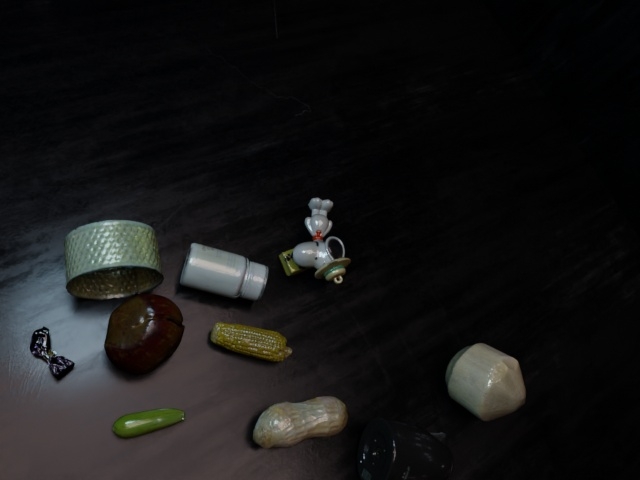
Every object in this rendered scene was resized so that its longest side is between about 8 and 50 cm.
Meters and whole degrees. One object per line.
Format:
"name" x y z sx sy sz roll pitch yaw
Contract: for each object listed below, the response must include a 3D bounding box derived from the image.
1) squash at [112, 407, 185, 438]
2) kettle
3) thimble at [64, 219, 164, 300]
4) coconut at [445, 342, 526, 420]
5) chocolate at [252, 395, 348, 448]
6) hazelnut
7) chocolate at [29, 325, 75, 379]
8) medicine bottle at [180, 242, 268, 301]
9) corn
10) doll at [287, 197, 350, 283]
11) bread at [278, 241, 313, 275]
"squash" -0.482 0.514 1.563 0.200 0.066 0.067 -3 70 -26
"kettle" 0.276 0.714 1.735 0.290 0.207 0.269 19 92 -24
"thimble" -0.595 0.060 1.590 0.270 0.271 0.150 -5 68 -24
"coconut" 0.573 0.486 1.882 0.237 0.238 0.265 -23 34 -29
"chocolate" -0.057 0.550 1.682 0.308 0.134 0.134 -7 71 -24
"hazelnut" -0.509 0.265 1.595 0.218 0.218 0.234 40 78 -2
"chocolate" -0.756 0.316 1.543 0.072 0.070 0.147 -38 76 -20
"medicine bottle" -0.306 0.106 1.760 0.257 0.143 0.144 16 63 -14
"corn" -0.215 0.319 1.737 0.261 0.097 0.097 17 63 -11
"doll" 0.020 -0.003 1.885 0.207 0.144 0.272 23 65 -2
"bread" -0.030 0.052 1.950 0.226 0.049 0.088 -19 77 -28
